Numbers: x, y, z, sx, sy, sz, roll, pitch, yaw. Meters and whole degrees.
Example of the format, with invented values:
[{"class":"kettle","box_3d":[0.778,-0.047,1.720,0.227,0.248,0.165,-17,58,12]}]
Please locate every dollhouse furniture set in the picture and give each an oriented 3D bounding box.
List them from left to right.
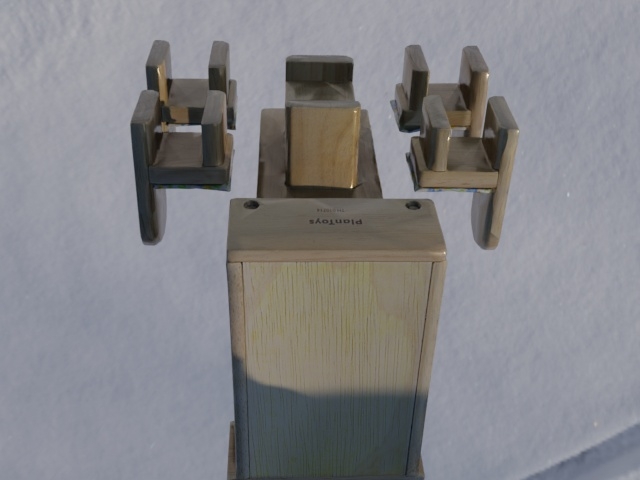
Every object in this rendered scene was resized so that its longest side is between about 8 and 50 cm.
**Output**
[{"class":"dollhouse furniture set","box_3d":[0.000,0.000,0.514,0.212,0.242,0.161,0,125,-3]}]
